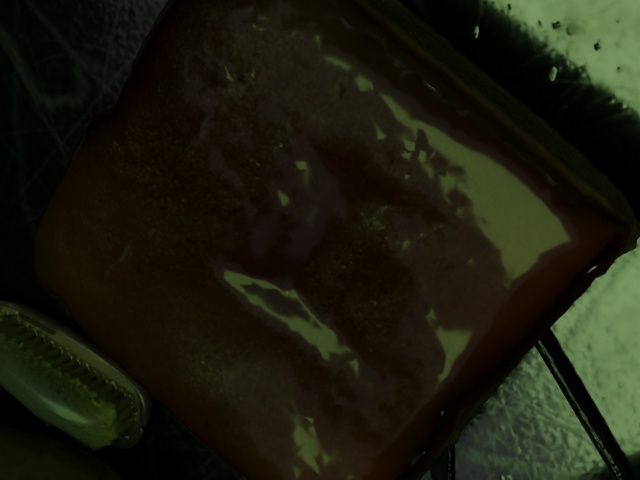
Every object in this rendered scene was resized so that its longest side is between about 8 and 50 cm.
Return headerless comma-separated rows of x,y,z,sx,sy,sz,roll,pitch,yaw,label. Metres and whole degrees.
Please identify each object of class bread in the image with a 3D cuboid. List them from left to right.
0.000,0.000,1.068,0.333,0.143,0.323,41,114,13,bread

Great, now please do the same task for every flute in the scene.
0.144,0.052,1.101,0.014,0.014,0.269,-31,88,24,flute

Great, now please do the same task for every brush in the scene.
-0.269,0.069,1.247,0.313,0.067,0.072,33,112,15,brush

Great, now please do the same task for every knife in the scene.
0.083,0.120,1.142,0.023,0.010,0.170,0,103,28,knife

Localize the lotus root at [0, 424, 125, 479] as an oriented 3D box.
-0.244,0.222,1.212,0.284,0.146,0.160,15,134,1,lotus root
